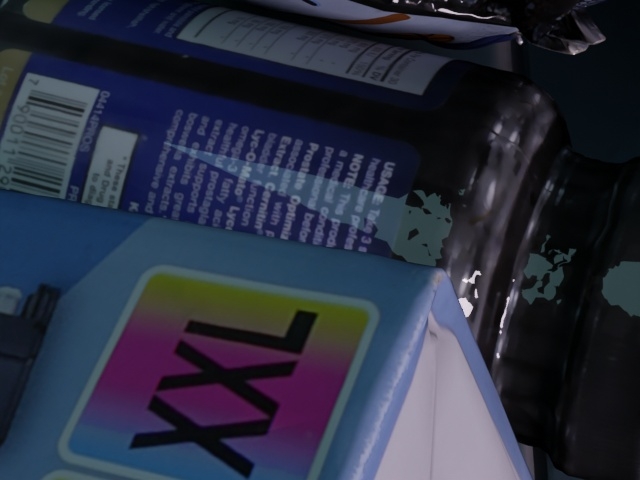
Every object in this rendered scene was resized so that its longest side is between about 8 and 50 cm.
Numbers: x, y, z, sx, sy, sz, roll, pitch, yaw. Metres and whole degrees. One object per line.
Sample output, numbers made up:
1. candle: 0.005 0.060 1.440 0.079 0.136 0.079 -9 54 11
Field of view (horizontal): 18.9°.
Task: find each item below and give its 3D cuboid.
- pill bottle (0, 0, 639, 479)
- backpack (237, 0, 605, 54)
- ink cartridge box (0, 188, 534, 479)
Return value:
1. pill bottle: 0.000 0.000 0.564 0.219 0.123 0.123 15 68 15
2. backpack: 0.050 -0.176 0.551 0.213 0.263 0.276 17 78 -29
3. ink cartridge box: -0.178 0.116 0.473 0.395 0.151 0.270 9 59 23
